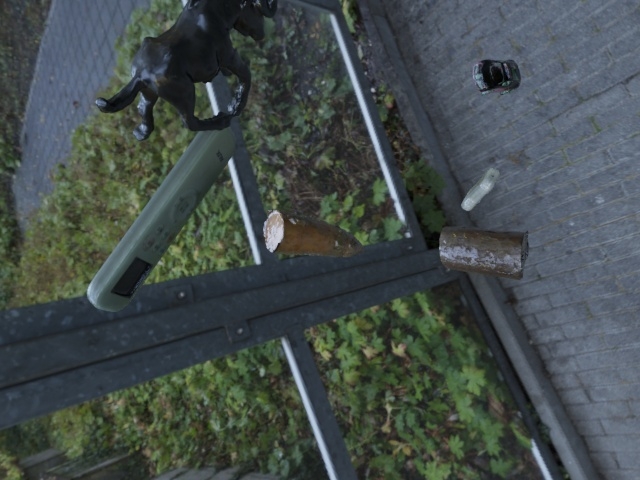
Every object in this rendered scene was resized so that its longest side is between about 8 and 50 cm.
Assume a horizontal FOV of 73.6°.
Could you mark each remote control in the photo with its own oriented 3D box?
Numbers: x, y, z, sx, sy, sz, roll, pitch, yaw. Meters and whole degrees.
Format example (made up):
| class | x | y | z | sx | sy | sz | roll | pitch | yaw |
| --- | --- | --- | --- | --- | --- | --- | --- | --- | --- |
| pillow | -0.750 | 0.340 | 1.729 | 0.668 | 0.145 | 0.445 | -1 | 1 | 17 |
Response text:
| class | x | y | z | sx | sy | sz | roll | pitch | yaw |
| --- | --- | --- | --- | --- | --- | --- | --- | --- | --- |
| remote control | 0.392 | -0.123 | 1.049 | 0.032 | 0.074 | 0.122 | 34 | 153 | 7 |
| remote control | -0.220 | -0.039 | 0.611 | 0.038 | 0.090 | 0.309 | 30 | 77 | 7 |

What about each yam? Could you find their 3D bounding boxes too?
| class | x | y | z | sx | sy | sz | roll | pitch | yaw |
| --- | --- | --- | --- | --- | --- | --- | --- | --- | --- |
| yam | 0.256 | 0.018 | 0.672 | 0.127 | 0.084 | 0.084 | 4 | 100 | 33 |

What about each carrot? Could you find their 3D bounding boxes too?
| class | x | y | z | sx | sy | sz | roll | pitch | yaw |
| --- | --- | --- | --- | --- | --- | --- | --- | --- | --- |
| carrot | 0.000 | 0.000 | 0.955 | 0.102 | 0.263 | 0.101 | -22 | 63 | 51 |

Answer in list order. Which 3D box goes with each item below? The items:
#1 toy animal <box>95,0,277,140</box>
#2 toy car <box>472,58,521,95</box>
| class | x | y | z | sx | sy | sz | roll | pitch | yaw |
| --- | --- | --- | --- | --- | --- | --- | --- | --- | --- |
| toy animal | -0.141 | -0.195 | 0.467 | 0.085 | 0.232 | 0.148 | 36 | 158 | 20 |
| toy car | 0.377 | -0.348 | 0.905 | 0.055 | 0.142 | 0.069 | -8 | 97 | 55 |
